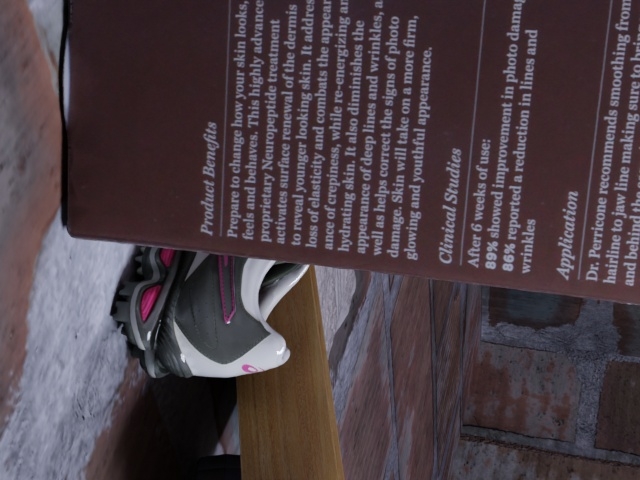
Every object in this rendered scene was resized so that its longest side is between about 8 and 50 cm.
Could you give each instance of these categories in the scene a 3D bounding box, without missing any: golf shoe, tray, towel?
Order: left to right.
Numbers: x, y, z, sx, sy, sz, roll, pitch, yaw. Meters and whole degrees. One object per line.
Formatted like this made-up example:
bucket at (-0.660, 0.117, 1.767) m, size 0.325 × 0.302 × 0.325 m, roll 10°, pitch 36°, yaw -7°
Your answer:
golf shoe at (-0.056, -0.020, 0.875) m, size 0.105 × 0.120 × 0.273 m, roll 69°, pitch 30°, yaw -59°
tray at (-0.020, 0.179, 0.923) m, size 0.411 × 0.076 × 0.203 m, roll -97°, pitch -178°, yaw -50°
towel at (0.000, 0.000, 1.256) m, size 0.187 × 0.049 × 0.282 m, roll -67°, pitch 159°, yaw -51°

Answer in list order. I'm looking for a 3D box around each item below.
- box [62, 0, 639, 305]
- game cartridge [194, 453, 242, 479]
box at (0.047, -0.083, 0.706) m, size 0.143 × 0.381 × 0.191 m, roll -46°, pitch 141°, yaw -72°
game cartridge at (-0.073, 0.374, 0.945) m, size 0.230 × 0.068 × 0.355 m, roll -80°, pitch 169°, yaw -81°
